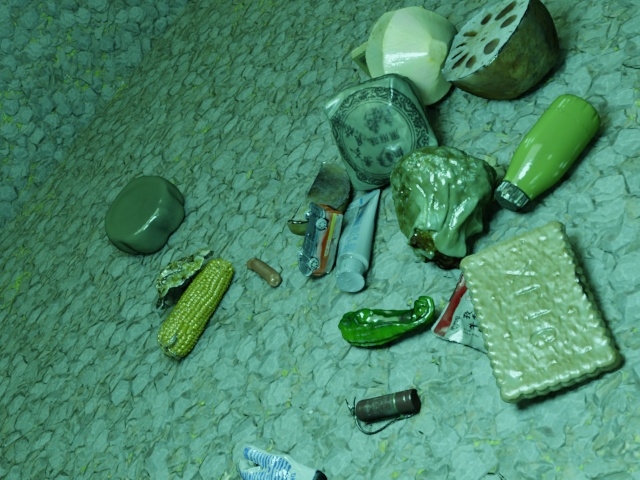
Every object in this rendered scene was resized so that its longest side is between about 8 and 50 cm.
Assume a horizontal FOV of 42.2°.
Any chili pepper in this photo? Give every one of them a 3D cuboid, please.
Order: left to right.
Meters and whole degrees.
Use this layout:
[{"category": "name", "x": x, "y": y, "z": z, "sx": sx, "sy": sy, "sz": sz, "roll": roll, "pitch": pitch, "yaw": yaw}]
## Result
[{"category": "chili pepper", "x": 0.131, "y": 0.170, "z": 1.722, "sx": 0.257, "sy": 0.074, "sz": 0.100, "roll": -13, "pitch": 46, "yaw": 34}]

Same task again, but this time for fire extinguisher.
[{"category": "fire extinguisher", "x": 0.118, "y": 0.330, "z": 1.603, "sx": 0.157, "sy": 0.045, "sz": 0.078, "roll": -19, "pitch": 65, "yaw": 30}]

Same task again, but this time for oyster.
[{"category": "oyster", "x": -0.376, "y": 0.087, "z": 2.237, "sx": 0.223, "sy": 0.083, "sz": 0.214, "roll": -43, "pitch": 10, "yaw": 6}]

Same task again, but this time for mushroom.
[{"category": "mushroom", "x": 0.361, "y": -0.151, "z": 1.794, "sx": 0.083, "sy": 0.083, "sz": 0.067, "roll": 48, "pitch": 128, "yaw": 54}]

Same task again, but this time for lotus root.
[{"category": "lotus root", "x": 0.428, "y": -0.430, "z": 1.920, "sx": 0.272, "sy": 0.192, "sz": 0.272, "roll": -35, "pitch": 36, "yaw": 31}]

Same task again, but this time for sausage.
[{"category": "sausage", "x": -0.146, "y": 0.077, "z": 2.117, "sx": 0.042, "sy": 0.036, "sz": 0.158, "roll": -20, "pitch": 27, "yaw": -26}]

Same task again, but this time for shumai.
[{"category": "shumai", "x": 0.238, "y": -0.062, "z": 1.734, "sx": 0.256, "sy": 0.189, "sz": 0.218, "roll": -32, "pitch": 40, "yaw": 51}]

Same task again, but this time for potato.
[{"category": "potato", "x": 0.015, "y": -0.079, "z": 2.087, "sx": 0.120, "sy": 0.100, "sz": 0.261, "roll": 11, "pitch": 42, "yaw": 17}]

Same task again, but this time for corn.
[{"category": "corn", "x": -0.324, "y": 0.170, "z": 2.150, "sx": 0.106, "sy": 0.106, "sz": 0.293, "roll": 4, "pitch": 58, "yaw": 47}]

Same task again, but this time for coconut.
[{"category": "coconut", "x": 0.234, "y": -0.455, "z": 2.072, "sx": 0.259, "sy": 0.259, "sz": 0.259, "roll": -27, "pitch": 40, "yaw": 24}]

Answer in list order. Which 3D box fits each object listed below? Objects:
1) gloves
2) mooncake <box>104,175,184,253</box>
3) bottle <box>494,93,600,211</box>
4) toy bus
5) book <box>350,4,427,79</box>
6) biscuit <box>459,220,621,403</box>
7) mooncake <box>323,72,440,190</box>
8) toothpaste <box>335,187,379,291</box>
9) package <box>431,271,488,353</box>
[{"category": "gloves", "x": -0.082, "y": 0.462, "z": 1.614, "sx": 0.097, "sy": 0.119, "sz": 0.229, "roll": -23, "pitch": 18, "yaw": -37}, {"category": "mooncake", "x": -0.542, "y": -0.075, "z": 2.583, "sx": 0.275, "sy": 0.135, "sz": 0.275, "roll": -23, "pitch": 44, "yaw": 24}, {"category": "bottle", "x": 0.456, "y": -0.173, "z": 1.696, "sx": 0.260, "sy": 0.112, "sz": 0.112, "roll": -51, "pitch": 36, "yaw": -7}, {"category": "toy bus", "x": 0.000, "y": 0.000, "z": 1.960, "sx": 0.079, "sy": 0.077, "sz": 0.174, "roll": 36, "pitch": 121, "yaw": 55}, {"category": "book", "x": 0.214, "y": -0.520, "z": 2.239, "sx": 0.230, "sy": 0.161, "sz": 0.026, "roll": -29, "pitch": 54, "yaw": 21}, {"category": "biscuit", "x": 0.385, "y": 0.123, "z": 1.493, "sx": 0.217, "sy": 0.044, "sz": 0.325, "roll": -25, "pitch": 48, "yaw": 16}, {"category": "mooncake", "x": 0.142, "y": -0.262, "z": 1.979, "sx": 0.254, "sy": 0.250, "sz": 0.136, "roll": -18, "pitch": 10, "yaw": 32}, {"category": "toothpaste", "x": 0.084, "y": -0.006, "z": 1.951, "sx": 0.114, "sy": 0.073, "sz": 0.299, "roll": -31, "pitch": 30, "yaw": 32}, {"category": "package", "x": 0.329, "y": 0.147, "z": 1.579, "sx": 0.239, "sy": 0.030, "sz": 0.154, "roll": 17, "pitch": 69, "yaw": 50}]
